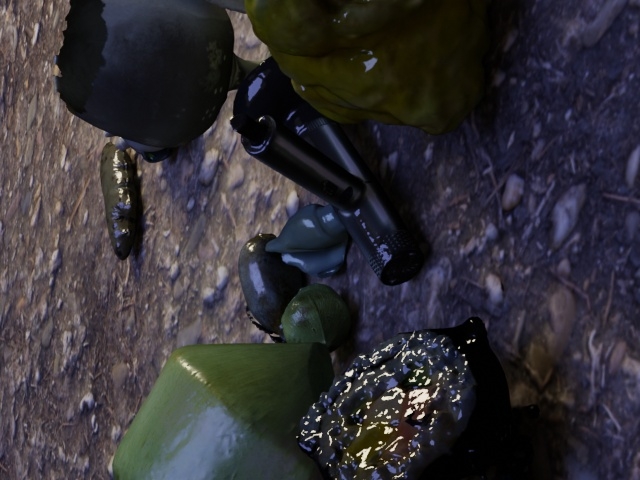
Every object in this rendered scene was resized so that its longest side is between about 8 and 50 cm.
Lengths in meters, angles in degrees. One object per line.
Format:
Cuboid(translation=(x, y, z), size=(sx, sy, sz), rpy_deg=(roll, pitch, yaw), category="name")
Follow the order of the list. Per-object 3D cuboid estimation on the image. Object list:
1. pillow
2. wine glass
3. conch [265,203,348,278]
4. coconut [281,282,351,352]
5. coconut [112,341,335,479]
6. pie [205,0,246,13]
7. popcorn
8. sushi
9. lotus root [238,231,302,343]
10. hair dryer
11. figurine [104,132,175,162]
Cuboid(translation=(-0.344, -0.085, 2.416), size=(0.093, 0.051, 0.241), rpy_deg=(-51, 40, 46), category="pillow")
Cuboid(translation=(-0.169, -0.230, 1.839), size=(0.238, 0.323, 0.238), rpy_deg=(-24, 62, 57), category="wine glass")
Cuboid(translation=(0.002, -0.005, 1.768), size=(0.180, 0.088, 0.065), rpy_deg=(-28, 16, 42), category="conch")
Cuboid(translation=(-0.005, 0.101, 1.730), size=(0.096, 0.088, 0.087), rpy_deg=(-119, 43, -54), category="coconut")
Cuboid(translation=(-0.086, 0.256, 1.655), size=(0.328, 0.281, 0.328), rpy_deg=(-57, 5, 8), category="coconut")
Cuboid(translation=(-0.067, -0.430, 1.746), size=(0.075, 0.338, 0.337), rpy_deg=(62, -156, -74), category="pie")
Cuboid(translation=(0.028, -0.280, 1.523), size=(0.334, 0.292, 0.293), rpy_deg=(-115, 35, -50), category="popcorn")
Cuboid(translation=(0.117, 0.217, 1.390), size=(0.225, 0.218, 0.238), rpy_deg=(-30, 22, 17), category="sushi")
Cuboid(translation=(-0.064, 0.065, 1.851), size=(0.088, 0.088, 0.165), rpy_deg=(-40, 61, 53), category="lotus root")
Cuboid(translation=(-0.008, -0.129, 1.612), size=(0.156, 0.284, 0.320), rpy_deg=(-32, 46, 1), category="hair dryer")
Cuboid(translation=(-0.274, -0.188, 2.234), size=(0.192, 0.147, 0.126), rpy_deg=(161, 93, -79), category="figurine")
